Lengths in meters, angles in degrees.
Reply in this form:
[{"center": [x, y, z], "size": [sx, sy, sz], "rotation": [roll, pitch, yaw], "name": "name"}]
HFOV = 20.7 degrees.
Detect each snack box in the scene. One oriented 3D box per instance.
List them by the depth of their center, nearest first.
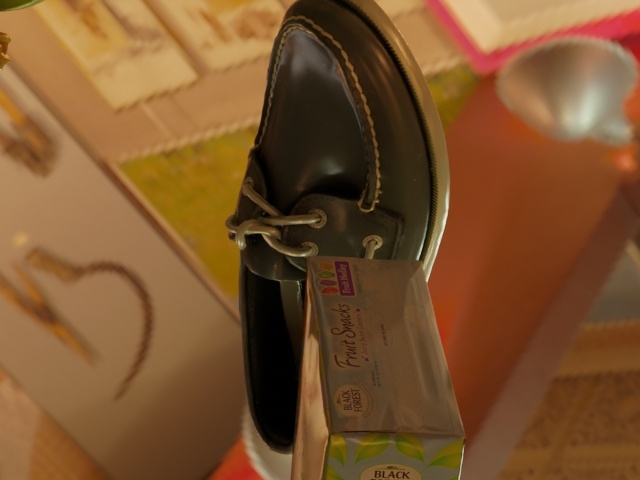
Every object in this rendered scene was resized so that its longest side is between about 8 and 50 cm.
[{"center": [0.021, 0.137, 0.902], "size": [0.070, 0.207, 0.174], "rotation": [3, -154, -6], "name": "snack box"}]

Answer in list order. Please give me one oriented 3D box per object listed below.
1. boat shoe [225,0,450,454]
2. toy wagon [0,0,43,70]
[{"center": [0.000, 0.000, 1.026], "size": [0.099, 0.319, 0.116], "rotation": [-33, -130, -32], "name": "boat shoe"}, {"center": [-0.119, -0.248, 0.844], "size": [0.068, 0.267, 0.344], "rotation": [-72, -173, -81], "name": "toy wagon"}]
